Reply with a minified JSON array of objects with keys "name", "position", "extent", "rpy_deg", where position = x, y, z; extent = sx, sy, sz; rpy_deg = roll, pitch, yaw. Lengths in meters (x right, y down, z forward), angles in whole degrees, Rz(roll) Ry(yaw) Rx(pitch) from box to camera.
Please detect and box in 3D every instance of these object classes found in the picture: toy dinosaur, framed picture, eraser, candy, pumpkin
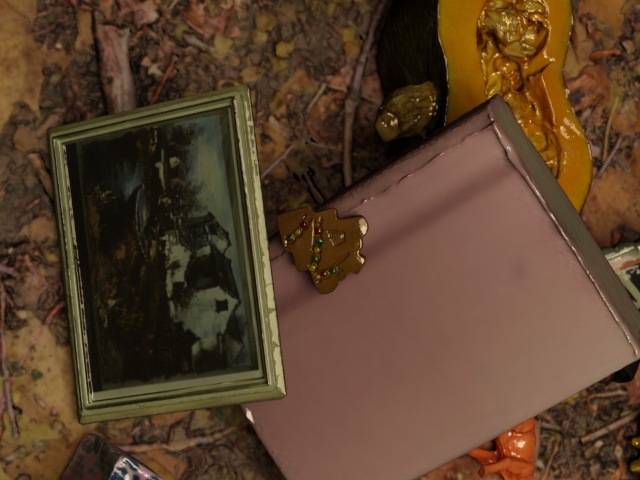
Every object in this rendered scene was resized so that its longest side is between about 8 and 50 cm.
[{"name":"toy dinosaur","position":[0.193,0.226,1.651],"extent":[0.101,0.055,0.280],"rpy_deg":[8,80,-37]},{"name":"framed picture","position":[-0.153,0.016,1.514],"extent":[0.232,0.019,0.296],"rpy_deg":[-11,83,25]},{"name":"eraser","position":[0.085,0.072,1.516],"extent":[0.359,0.122,0.272],"rpy_deg":[-33,94,18]},{"name":"candy","position":[-0.184,0.239,1.497],"extent":[0.092,0.160,0.073],"rpy_deg":[34,81,-17]},{"name":"pumpkin","position":[0.148,-0.139,1.627],"extent":[0.221,0.139,0.317],"rpy_deg":[-4,89,-19]}]

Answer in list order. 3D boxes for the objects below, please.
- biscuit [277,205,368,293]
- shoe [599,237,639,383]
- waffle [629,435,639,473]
[{"name":"biscuit","position":[0.000,0.000,1.454],"extent":[0.092,0.016,0.082],"rpy_deg":[34,105,8]},{"name":"shoe","position":[0.297,0.080,1.654],"extent":[0.291,0.114,0.137],"rpy_deg":[-18,81,-16]},{"name":"waffle","position":[0.427,0.228,1.707],"extent":[0.193,0.070,0.197],"rpy_deg":[-40,96,-15]}]
